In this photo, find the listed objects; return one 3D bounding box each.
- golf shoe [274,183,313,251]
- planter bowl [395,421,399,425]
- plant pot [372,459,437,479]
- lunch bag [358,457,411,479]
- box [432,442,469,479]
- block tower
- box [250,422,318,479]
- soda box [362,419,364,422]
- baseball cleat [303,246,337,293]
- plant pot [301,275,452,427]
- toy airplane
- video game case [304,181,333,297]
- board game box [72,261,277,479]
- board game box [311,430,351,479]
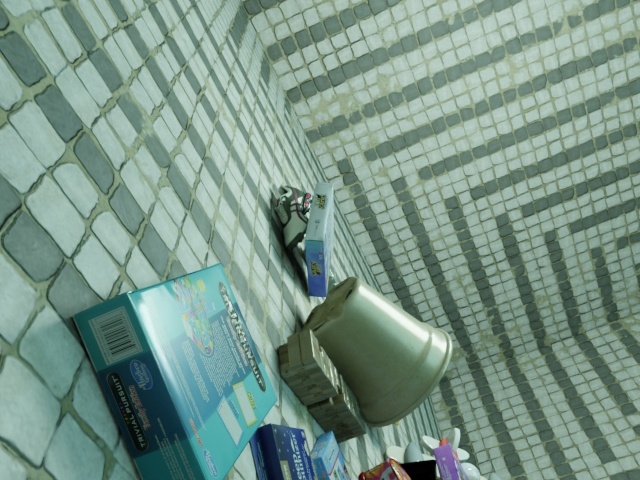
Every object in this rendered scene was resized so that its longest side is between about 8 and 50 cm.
[{"bbox_3d":[-0.098,-0.071,1.877,0.120,0.105,0.272,30,33,-19],"label":"golf shoe"},{"bbox_3d":[0.182,0.527,2.002,0.217,0.091,0.217,-22,90,-80],"label":"planter bowl"},{"bbox_3d":[0.244,0.736,1.655,0.187,0.188,0.166,-9,89,-81],"label":"plant pot"},{"bbox_3d":[0.212,0.689,1.412,0.258,0.120,0.293,54,9,-43],"label":"lunch bag"},{"bbox_3d":[0.415,0.756,1.710,0.201,0.057,0.293,-95,159,-59],"label":"box"},{"bbox_3d":[0.006,0.355,1.421,0.097,0.091,0.335,-99,164,-52],"label":"block tower"},{"bbox_3d":[-0.060,0.412,1.094,0.225,0.037,0.136,46,24,-63],"label":"box"},{"bbox_3d":[0.106,0.414,1.836,0.098,0.091,0.286,41,28,-71],"label":"soda box"},{"bbox_3d":[0.004,0.096,2.060,0.109,0.072,0.205,-96,165,-72],"label":"baseball cleat"},{"bbox_3d":[0.129,0.273,1.612,0.305,0.334,0.334,44,15,-11],"label":"plant pot"},{"bbox_3d":[0.453,0.806,2.014,0.384,0.386,0.272,57,-37,25],"label":"toy airplane"},{"bbox_3d":[0.000,0.000,1.846,0.269,0.061,0.244,88,8,-48],"label":"video game case"},{"bbox_3d":[-0.178,0.177,0.839,0.336,0.079,0.253,-22,90,-81],"label":"board game box"},{"bbox_3d":[0.038,0.549,1.311,0.160,0.039,0.211,-9,76,-80],"label":"board game box"}]
